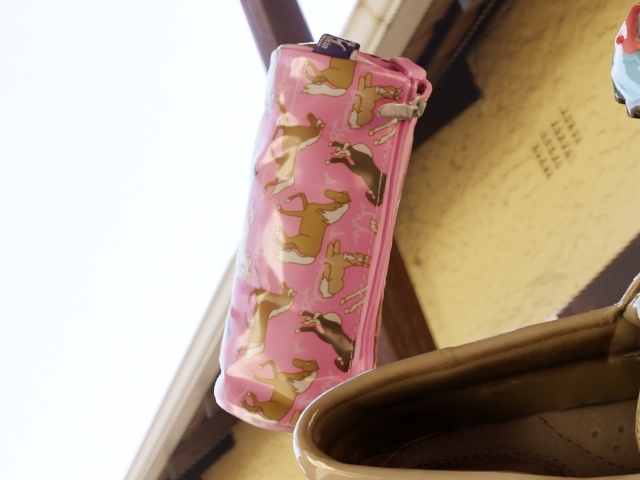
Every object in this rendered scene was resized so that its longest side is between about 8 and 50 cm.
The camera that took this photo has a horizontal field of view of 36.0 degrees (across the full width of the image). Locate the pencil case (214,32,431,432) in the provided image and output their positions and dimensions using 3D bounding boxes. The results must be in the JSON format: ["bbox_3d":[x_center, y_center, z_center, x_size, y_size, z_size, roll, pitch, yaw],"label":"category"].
[{"bbox_3d":[0.000,0.000,0.976,0.160,0.386,0.167,10,2,-12],"label":"pencil case"}]

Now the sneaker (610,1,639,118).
[{"bbox_3d":[0.156,-0.122,0.319,0.104,0.262,0.125,6,-52,18],"label":"sneaker"}]

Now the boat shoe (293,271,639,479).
[{"bbox_3d":[0.154,0.067,0.369,0.341,0.122,0.110,-20,-56,19],"label":"boat shoe"}]
